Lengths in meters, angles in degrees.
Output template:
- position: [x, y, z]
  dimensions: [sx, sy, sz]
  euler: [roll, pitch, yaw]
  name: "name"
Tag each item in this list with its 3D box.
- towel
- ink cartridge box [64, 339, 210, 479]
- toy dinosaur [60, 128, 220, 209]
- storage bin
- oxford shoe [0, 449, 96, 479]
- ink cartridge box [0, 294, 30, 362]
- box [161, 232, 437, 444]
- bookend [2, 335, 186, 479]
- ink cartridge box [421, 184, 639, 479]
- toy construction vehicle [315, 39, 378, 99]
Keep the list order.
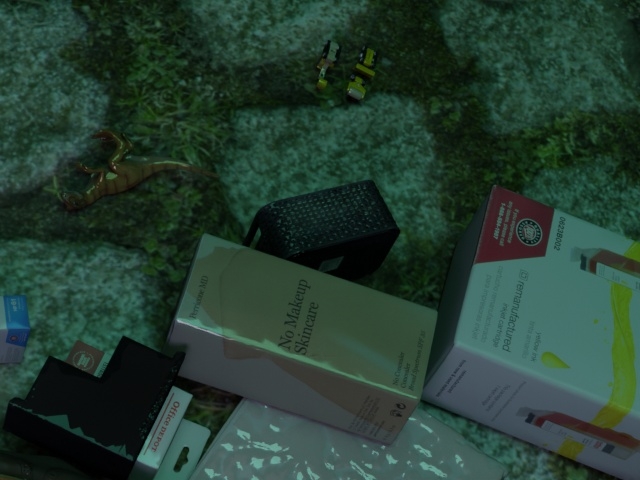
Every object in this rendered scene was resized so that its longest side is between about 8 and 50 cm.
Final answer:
- position: [0.028, 0.305, 1.973]
  dimensions: [0.332, 0.053, 0.317]
  euler: [33, 53, 5]
  name: "towel"
- position: [-0.232, 0.218, 1.929]
  dimensions: [0.198, 0.067, 0.115]
  euler: [25, 54, -3]
  name: "ink cartridge box"
- position: [-0.256, -0.097, 2.149]
  dimensions: [0.211, 0.064, 0.112]
  euler: [-20, 84, -20]
  name: "toy dinosaur"
- position: [0.000, 0.000, 2.124]
  dimensions: [0.180, 0.122, 0.084]
  euler: [-15, 64, -27]
  name: "storage bin"
- position: [-0.256, 0.310, 1.821]
  dimensions: [0.363, 0.130, 0.133]
  euler: [23, 23, -23]
  name: "oxford shoe"
- position: [-0.417, 0.108, 1.924]
  dimensions: [0.122, 0.088, 0.052]
  euler: [-2, 59, -21]
  name: "ink cartridge box"
- position: [-0.028, 0.122, 1.971]
  dimensions: [0.311, 0.121, 0.148]
  euler: [18, 53, -6]
  name: "box"
- position: [-0.262, 0.176, 1.860]
  dimensions: [0.157, 0.072, 0.156]
  euler: [25, 55, -2]
  name: "bookend"
- position: [0.354, 0.133, 2.137]
  dimensions: [0.384, 0.160, 0.279]
  euler: [22, 53, -5]
  name: "ink cartridge box"
- position: [0.037, -0.251, 2.366]
  dimensions: [0.086, 0.035, 0.098]
  euler: [23, 55, -18]
  name: "toy construction vehicle"
